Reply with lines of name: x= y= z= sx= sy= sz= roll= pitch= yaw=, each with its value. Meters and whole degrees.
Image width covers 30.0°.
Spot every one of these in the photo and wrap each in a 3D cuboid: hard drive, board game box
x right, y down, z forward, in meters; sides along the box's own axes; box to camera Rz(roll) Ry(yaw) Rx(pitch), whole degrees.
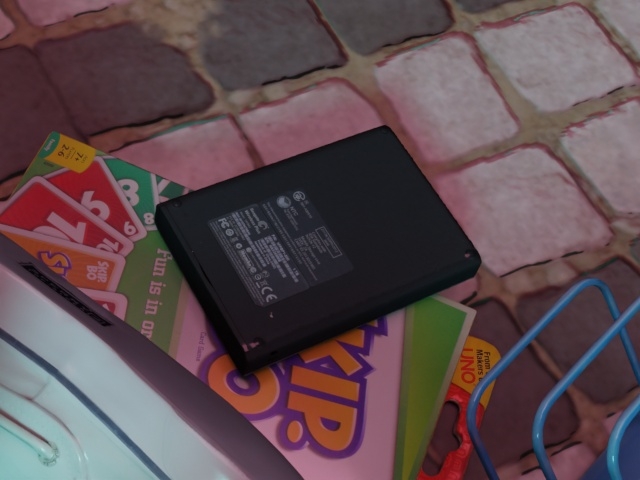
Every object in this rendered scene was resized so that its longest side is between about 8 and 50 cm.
hard drive: x=0.000 y=0.000 z=0.588 sx=0.135 sy=0.022 sz=0.094 roll=-21 pitch=64 yaw=-24
board game box: x=-0.042 y=0.048 z=0.584 sx=0.259 sy=0.039 sz=0.124 roll=24 pitch=59 yaw=0

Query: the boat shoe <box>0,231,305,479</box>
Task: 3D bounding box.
boat shoe: x=-0.109 y=0.073 z=0.504 sx=0.258 sy=0.095 sz=0.084 roll=36 pitch=91 yaw=14

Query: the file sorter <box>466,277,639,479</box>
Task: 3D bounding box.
file sorter: x=0.165 y=0.089 z=0.505 sx=0.118 sy=0.170 sz=0.104 roll=-40 pitch=116 yaw=-28
